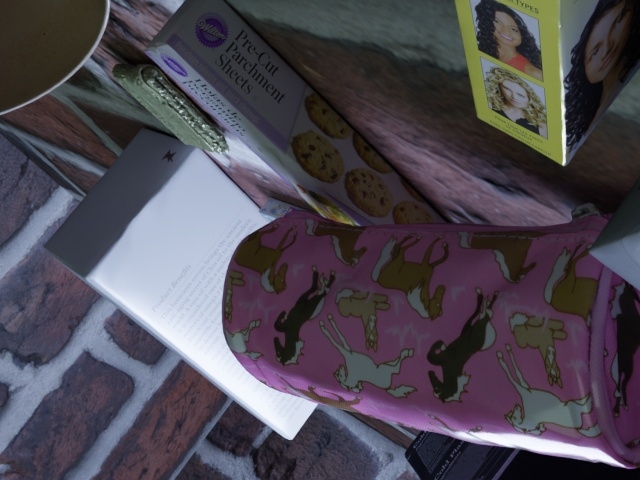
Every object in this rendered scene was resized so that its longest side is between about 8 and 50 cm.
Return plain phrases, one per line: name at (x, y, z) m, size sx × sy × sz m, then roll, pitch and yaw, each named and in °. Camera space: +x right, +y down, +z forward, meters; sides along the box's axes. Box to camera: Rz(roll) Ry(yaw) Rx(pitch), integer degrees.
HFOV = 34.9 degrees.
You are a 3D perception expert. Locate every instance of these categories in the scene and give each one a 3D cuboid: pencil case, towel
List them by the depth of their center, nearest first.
pencil case at (0.087, 0.061, 0.792) m, size 0.386 × 0.167 × 0.160 m, roll 1°, pitch 147°, yaw 46°
towel at (-0.174, -0.155, 1.194) m, size 0.148 × 0.027 × 0.110 m, roll 42°, pitch 168°, yaw -30°

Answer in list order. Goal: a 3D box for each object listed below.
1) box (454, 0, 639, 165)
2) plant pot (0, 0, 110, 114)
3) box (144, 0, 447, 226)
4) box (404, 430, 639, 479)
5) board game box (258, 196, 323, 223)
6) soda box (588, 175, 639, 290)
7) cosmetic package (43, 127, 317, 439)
box at (0.097, -0.126, 0.409) m, size 0.058 × 0.087 × 0.232 m, roll 33°, pitch 169°, yaw 26°
plant pot at (-0.334, -0.248, 0.832) m, size 0.284 × 0.284 × 0.190 m, roll 69°, pitch -178°, yaw -68°
box at (-0.011, -0.085, 0.911) m, size 0.324 × 0.067 × 0.063 m, roll 43°, pitch 165°, yaw -24°
box at (0.295, 0.301, 1.112) m, size 0.343 × 0.179 × 0.312 m, roll 38°, pitch 178°, yaw -5°
board game box at (0.000, 0.000, 1.287) m, size 0.154 × 0.026 × 0.103 m, roll 21°, pitch 161°, yaw 51°
soda box at (0.221, -0.026, 0.410) m, size 0.091 × 0.098 × 0.286 m, roll 37°, pitch 169°, yaw -1°
cosmetic package at (-0.148, 0.072, 1.492) m, size 0.161 × 0.230 × 0.453 m, roll 23°, pitch 161°, yaw 51°
